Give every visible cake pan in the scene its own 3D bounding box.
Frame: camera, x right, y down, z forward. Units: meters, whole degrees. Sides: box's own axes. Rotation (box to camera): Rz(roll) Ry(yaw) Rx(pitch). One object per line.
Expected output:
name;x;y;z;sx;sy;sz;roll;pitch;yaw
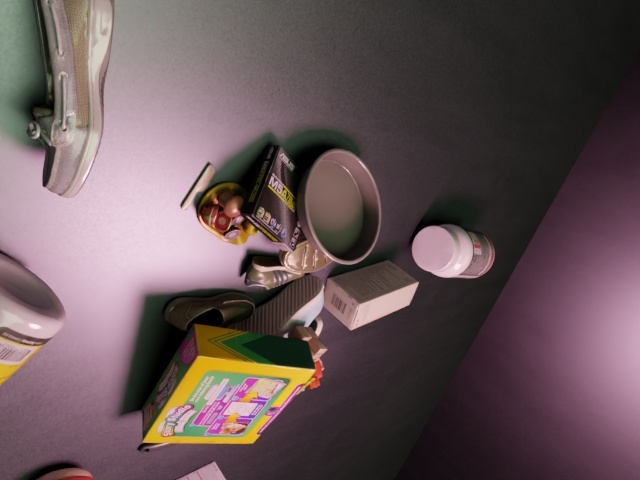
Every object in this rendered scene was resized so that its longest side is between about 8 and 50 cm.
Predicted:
cake pan;0.049;-0.084;1.087;0.293;0.054;0.293;6;82;-45

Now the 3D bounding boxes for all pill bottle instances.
pill bottle;0.529;0.044;1.693;0.363;0.210;0.210;7;113;-49
pill bottle;-0.587;0.184;0.644;0.334;0.188;0.188;-45;142;-10

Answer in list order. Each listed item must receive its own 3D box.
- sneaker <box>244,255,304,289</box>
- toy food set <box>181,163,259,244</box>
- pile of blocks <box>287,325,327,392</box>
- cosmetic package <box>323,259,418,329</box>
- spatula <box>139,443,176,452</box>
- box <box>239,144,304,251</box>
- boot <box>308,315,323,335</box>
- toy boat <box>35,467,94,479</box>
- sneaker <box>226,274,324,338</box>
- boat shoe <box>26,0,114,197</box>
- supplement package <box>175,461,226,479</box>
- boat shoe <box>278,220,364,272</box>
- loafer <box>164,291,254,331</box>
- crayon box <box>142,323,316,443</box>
sneaker;-0.129;0.095;1.167;0.192;0.064;0.086;11;117;-50
toy food set;-0.199;-0.057;0.959;0.128;0.071;0.218;-51;143;-3
pile of blocks;-0.056;0.386;1.268;0.149;0.112;0.362;-29;149;-20
cosmetic package;0.173;0.178;1.467;0.310;0.160;0.113;-11;127;-40
spatula;-0.397;0.585;1.290;0.297;0.030;0.084;-1;118;-46
box;-0.092;-0.094;1.006;0.190;0.045;0.184;47;58;-52
boot;-0.040;0.350;1.442;0.176;0.088;0.244;15;115;-51
toy boat;-0.633;0.661;1.001;0.231;0.151;0.151;-51;143;-3
sneaker;-0.123;0.258;1.237;0.366;0.135;0.150;-32;135;-24
boat shoe;-0.375;-0.220;0.616;0.103;0.118;0.320;3;113;-41
supplement package;-0.416;0.844;1.413;0.179;0.105;0.105;-6;124;-43
boat shoe;0.000;0.000;1.186;0.302;0.103;0.113;-19;128;-37
loafer;-0.262;0.192;1.075;0.251;0.087;0.094;0;118;-47
crayon box;-0.240;0.383;1.094;0.313;0.106;0.363;18;121;-31
